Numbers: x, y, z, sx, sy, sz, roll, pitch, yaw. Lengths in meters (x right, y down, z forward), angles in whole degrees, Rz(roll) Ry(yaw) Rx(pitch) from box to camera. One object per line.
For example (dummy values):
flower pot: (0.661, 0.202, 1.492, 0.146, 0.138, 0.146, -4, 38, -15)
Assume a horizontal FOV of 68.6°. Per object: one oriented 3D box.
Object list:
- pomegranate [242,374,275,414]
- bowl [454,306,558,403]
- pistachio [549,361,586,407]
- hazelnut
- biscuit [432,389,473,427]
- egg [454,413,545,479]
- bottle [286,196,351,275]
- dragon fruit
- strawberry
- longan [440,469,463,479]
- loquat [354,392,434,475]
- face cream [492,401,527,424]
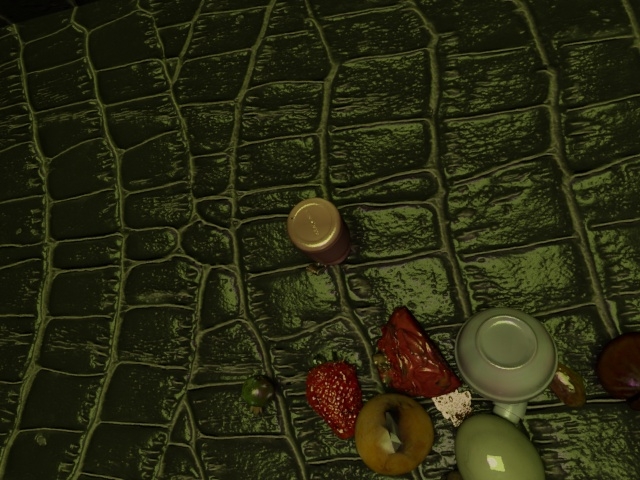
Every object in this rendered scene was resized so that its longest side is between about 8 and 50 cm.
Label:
pomegranate: (-0.210, 0.524, 1.584, 0.115, 0.114, 0.142, 12, 108, 17)
bowl: (0.532, 0.314, 1.356, 0.287, 0.143, 0.286, -9, 59, 15)
pistachio: (0.714, 0.410, 1.378, 0.090, 0.049, 0.172, -39, 73, 4)
hazelnut: (0.891, 0.361, 1.259, 0.252, 0.217, 0.217, 21, 85, 19)
biscuit: (0.408, 0.507, 1.458, 0.130, 0.019, 0.119, 22, 86, 18)
egg: (0.494, 0.617, 1.309, 0.219, 0.219, 0.269, -43, 69, 4)
bottle: (0.000, 0.000, 1.525, 0.173, 0.297, 0.206, 28, 83, 18)
dragon fruit: (0.261, 0.370, 1.449, 0.205, 0.152, 0.316, -39, 68, 8)
strawberry: (0.042, 0.499, 1.514, 0.188, 0.106, 0.285, -28, 74, 10)
longan: (0.402, 0.732, 1.377, 0.114, 0.092, 0.113, -5, 78, 28)
loquat: (0.215, 0.568, 1.391, 0.235, 0.235, 0.234, -3, 79, 15)
face cream: (0.561, 0.483, 1.385, 0.091, 0.091, 0.095, 27, 79, 18)
